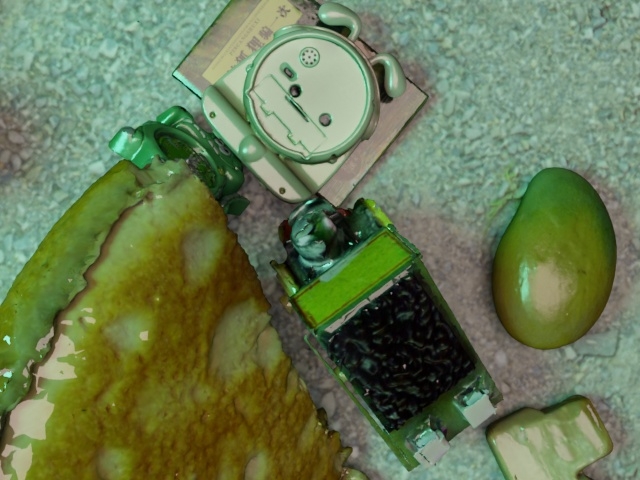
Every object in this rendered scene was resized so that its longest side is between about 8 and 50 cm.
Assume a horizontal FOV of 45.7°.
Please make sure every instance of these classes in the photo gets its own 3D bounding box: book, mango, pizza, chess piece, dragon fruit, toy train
[{"bbox_3d":[-0.020,-0.164,0.811,0.228,0.024,0.160,40,90,-5],"label":"book"},{"bbox_3d":[0.247,0.018,0.806,0.130,0.092,0.195,3,81,-2],"label":"mango"},{"bbox_3d":[-0.128,0.184,0.673,0.406,0.130,0.440,33,70,-45],"label":"pizza"},{"bbox_3d":[0.290,0.313,0.805,0.137,0.137,0.301,-28,82,-4],"label":"chess piece"},{"bbox_3d":[0.000,0.000,0.798,0.083,0.056,0.060,-9,90,-6],"label":"dragon fruit"},{"bbox_3d":[0.060,0.080,0.724,0.134,0.177,0.261,-37,122,-4],"label":"toy train"}]

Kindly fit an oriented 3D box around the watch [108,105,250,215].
[{"bbox_3d":[-0.165,-0.034,0.757,0.131,0.165,0.152,45,112,-5],"label":"watch"}]

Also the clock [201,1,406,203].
[{"bbox_3d":[-0.012,-0.144,0.769,0.191,0.062,0.151,-43,95,0],"label":"clock"}]

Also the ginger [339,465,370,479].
[{"bbox_3d":[-0.024,0.402,0.794,0.147,0.081,0.334,5,91,-20],"label":"ginger"}]
